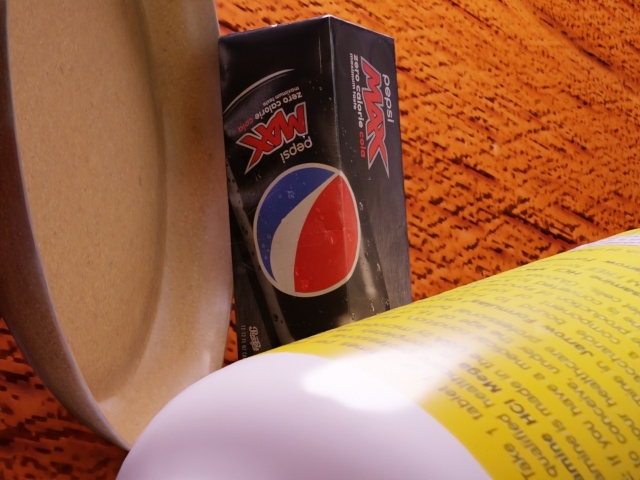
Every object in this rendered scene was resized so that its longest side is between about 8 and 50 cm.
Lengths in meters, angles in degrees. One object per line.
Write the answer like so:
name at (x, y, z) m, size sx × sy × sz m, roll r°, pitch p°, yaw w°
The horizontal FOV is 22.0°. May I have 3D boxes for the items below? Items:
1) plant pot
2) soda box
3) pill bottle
plant pot at (-0.074, -0.044, 0.561) m, size 0.236 × 0.032 × 0.236 m, roll -4°, pitch 90°, yaw -78°
soda box at (0.000, 0.000, 0.656) m, size 0.060 × 0.053 × 0.169 m, roll 5°, pitch 79°, yaw -61°
pill bottle at (0.054, 0.109, 0.524) m, size 0.334 × 0.188 × 0.188 m, roll -15°, pitch 81°, yaw -41°
